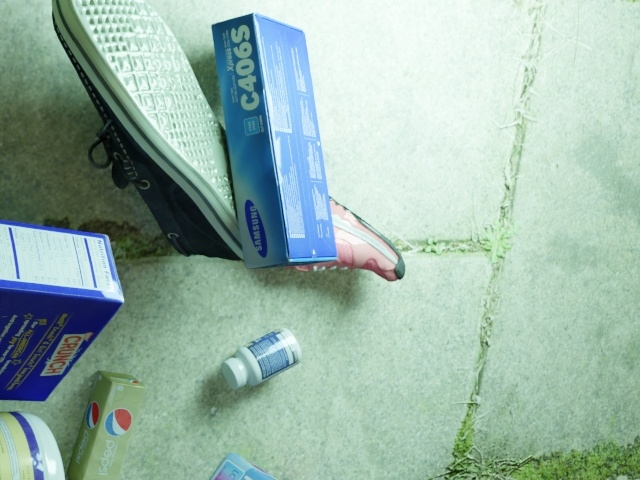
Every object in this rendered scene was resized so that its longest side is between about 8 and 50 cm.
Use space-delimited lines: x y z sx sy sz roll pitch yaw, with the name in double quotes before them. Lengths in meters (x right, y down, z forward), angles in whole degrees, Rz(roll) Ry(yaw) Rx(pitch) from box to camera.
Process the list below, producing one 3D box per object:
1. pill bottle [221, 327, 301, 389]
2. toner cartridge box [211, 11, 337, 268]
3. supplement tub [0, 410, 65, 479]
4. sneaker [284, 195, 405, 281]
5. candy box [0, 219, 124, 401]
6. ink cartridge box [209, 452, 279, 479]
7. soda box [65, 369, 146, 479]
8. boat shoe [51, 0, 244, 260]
"pill bottle" -0.096 0.192 1.852 0.120 0.067 0.067 -25 117 -27
"toner cartridge box" -0.064 -0.137 1.652 0.165 0.075 0.348 0 81 -64
"supplement tub" -0.525 0.343 1.494 0.331 0.241 0.241 6 101 -35
"sneaker" -0.001 0.000 1.851 0.313 0.116 0.136 34 94 -30
"candy box" -0.451 0.090 1.458 0.317 0.122 0.268 10 139 -35
"ink cartridge box" 0.002 0.515 1.814 0.270 0.395 0.151 40 80 -36
"soda box" -0.323 0.291 1.732 0.061 0.058 0.181 14 95 -37
"boat shoe" -0.232 -0.146 1.575 0.500 0.155 0.187 57 32 -40
